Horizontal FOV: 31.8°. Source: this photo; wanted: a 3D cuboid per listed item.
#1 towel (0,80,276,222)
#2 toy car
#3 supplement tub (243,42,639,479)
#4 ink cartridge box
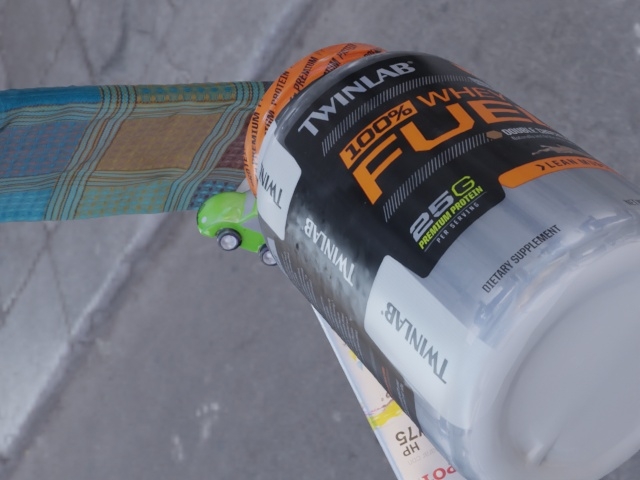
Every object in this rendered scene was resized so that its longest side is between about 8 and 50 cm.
[{"bbox_3d":[-0.228,-0.090,1.243,0.271,0.370,0.040,-47,55,53],"label":"towel"},{"bbox_3d":[0.000,0.000,1.021,0.239,0.225,0.053,-88,21,-55],"label":"toy car"},{"bbox_3d":[0.089,-0.001,0.781,0.338,0.207,0.207,46,121,47],"label":"supplement tub"},{"bbox_3d":[0.139,0.154,1.302,0.270,0.198,0.197,63,179,14],"label":"ink cartridge box"}]
